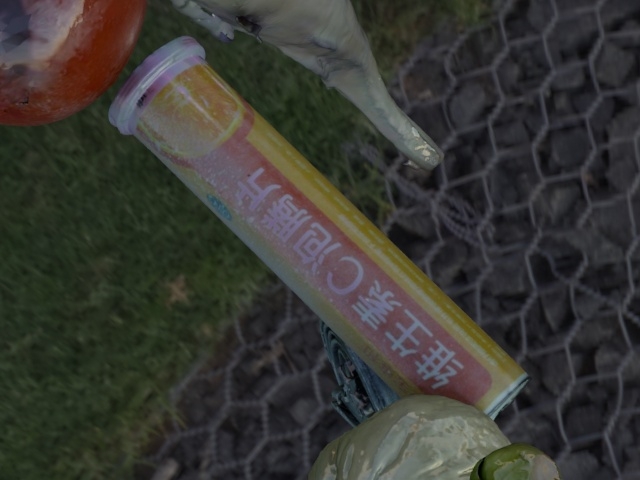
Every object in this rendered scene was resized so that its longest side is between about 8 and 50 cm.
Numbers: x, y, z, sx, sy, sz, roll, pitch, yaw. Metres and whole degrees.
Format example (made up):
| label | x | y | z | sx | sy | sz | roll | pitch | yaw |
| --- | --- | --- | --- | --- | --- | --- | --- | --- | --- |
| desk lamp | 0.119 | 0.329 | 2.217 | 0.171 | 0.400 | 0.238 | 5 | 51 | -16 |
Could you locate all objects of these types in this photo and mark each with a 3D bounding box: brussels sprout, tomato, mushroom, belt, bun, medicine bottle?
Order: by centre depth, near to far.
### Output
| label | x | y | z | sx | sy | sz | roll | pitch | yaw |
| --- | --- | --- | --- | --- | --- | --- | --- | --- | --- |
| mushroom | -0.061 | -0.078 | 0.288 | 0.043 | 0.306 | 0.068 | -51 | 36 | 15 |
| brussels sprout | 0.120 | 0.142 | 0.822 | 0.083 | 0.051 | 0.046 | 31 | 60 | 31 |
| bun | 0.067 | 0.235 | 1.178 | 0.220 | 0.134 | 0.220 | 0 | 91 | 37 |
| tomato | -0.249 | -0.197 | 1.243 | 0.208 | 0.208 | 0.184 | -1 | 29 | 13 |
| medicine bottle | 0.000 | 0.000 | 1.309 | 0.426 | 0.108 | 0.108 | 43 | 84 | 12 |
| belt | 0.071 | 0.155 | 1.617 | 0.116 | 0.267 | 0.206 | -23 | 92 | -8 |
